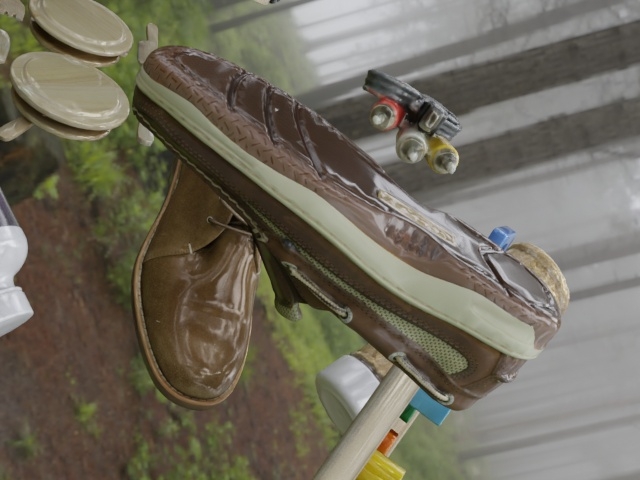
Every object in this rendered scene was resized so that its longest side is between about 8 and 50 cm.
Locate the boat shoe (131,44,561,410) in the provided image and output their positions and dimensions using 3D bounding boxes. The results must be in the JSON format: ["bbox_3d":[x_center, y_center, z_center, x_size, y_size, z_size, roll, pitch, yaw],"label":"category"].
[{"bbox_3d":[-0.002,0.003,0.531,0.257,0.095,0.095,36,23,0],"label":"boat shoe"}]

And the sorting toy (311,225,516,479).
[{"bbox_3d":[0.059,0.145,0.755,0.047,0.348,0.196,35,-2,14],"label":"sorting toy"}]

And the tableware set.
[{"bbox_3d":[-0.189,-0.130,0.760,0.039,0.128,0.194,-58,-156,30],"label":"tableware set"}]

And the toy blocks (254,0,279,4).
[{"bbox_3d":[-0.116,-0.413,0.871,0.260,0.288,0.309,42,15,16],"label":"toy blocks"}]

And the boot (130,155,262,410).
[{"bbox_3d":[-0.090,-0.006,0.881,0.115,0.112,0.305,-38,-140,50],"label":"boot"}]

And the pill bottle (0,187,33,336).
[{"bbox_3d":[-0.437,-0.037,1.076,0.323,0.181,0.181,62,8,3],"label":"pill bottle"}]

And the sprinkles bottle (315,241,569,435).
[{"bbox_3d":[0.166,0.135,1.331,0.121,0.355,0.121,47,-23,28],"label":"sprinkles bottle"}]

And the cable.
[{"bbox_3d":[0.105,-0.142,1.179,0.139,0.072,0.287,36,11,-1],"label":"cable"}]
